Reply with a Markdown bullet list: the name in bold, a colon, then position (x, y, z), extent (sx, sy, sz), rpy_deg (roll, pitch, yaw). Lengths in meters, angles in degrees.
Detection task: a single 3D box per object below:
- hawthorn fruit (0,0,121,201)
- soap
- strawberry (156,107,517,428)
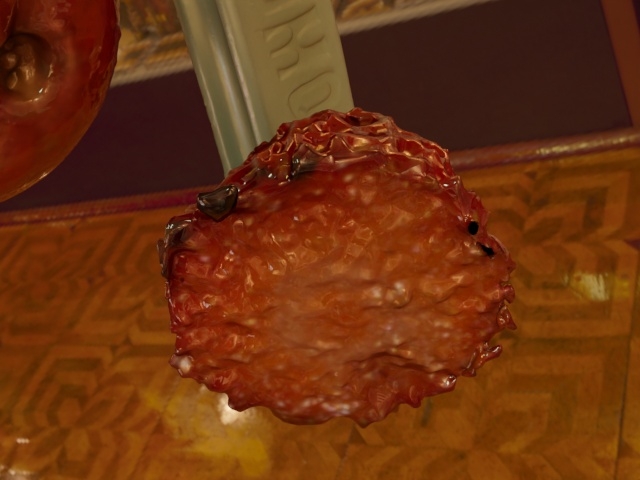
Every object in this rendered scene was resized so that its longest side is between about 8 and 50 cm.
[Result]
- **hawthorn fruit**: position (-0.256, -0.157, 0.538), extent (0.284, 0.284, 0.284), rpy_deg (-19, 38, 16)
- **soap**: position (-0.042, -0.154, 0.673), extent (0.066, 0.198, 0.119), rpy_deg (7, 32, 38)
- **strawberry**: position (0.000, 0.000, 0.582), extent (0.234, 0.234, 0.178), rpy_deg (-24, 34, 10)
